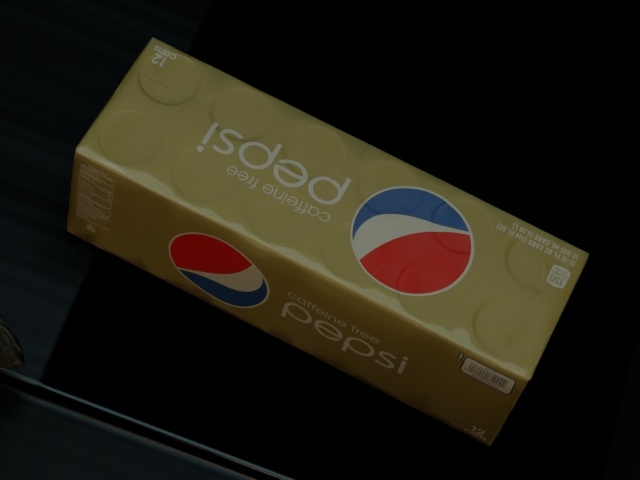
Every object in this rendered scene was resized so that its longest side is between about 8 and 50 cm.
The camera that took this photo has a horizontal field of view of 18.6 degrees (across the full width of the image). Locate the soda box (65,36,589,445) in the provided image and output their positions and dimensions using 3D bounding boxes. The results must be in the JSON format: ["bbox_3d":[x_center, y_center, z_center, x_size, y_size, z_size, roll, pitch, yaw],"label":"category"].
[{"bbox_3d":[0.000,0.000,0.714,0.181,0.058,0.061,27,59,5],"label":"soda box"}]

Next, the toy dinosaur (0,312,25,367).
[{"bbox_3d":[-0.141,0.053,0.554,0.164,0.218,0.322,9,100,-23],"label":"toy dinosaur"}]
